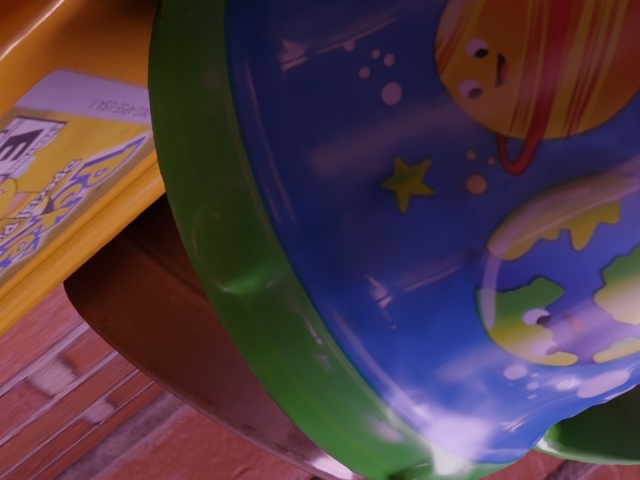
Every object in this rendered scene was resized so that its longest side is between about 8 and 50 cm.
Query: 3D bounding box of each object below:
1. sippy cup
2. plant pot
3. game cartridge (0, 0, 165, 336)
[{"bbox_3d":[0.098,-0.052,0.429,0.224,0.240,0.305,-25,154,30],"label":"sippy cup"},{"bbox_3d":[0.000,0.000,0.802,0.229,0.263,0.263,-57,172,4],"label":"plant pot"},{"bbox_3d":[-0.156,-0.010,0.536,0.285,0.053,0.323,-40,173,10],"label":"game cartridge"}]
